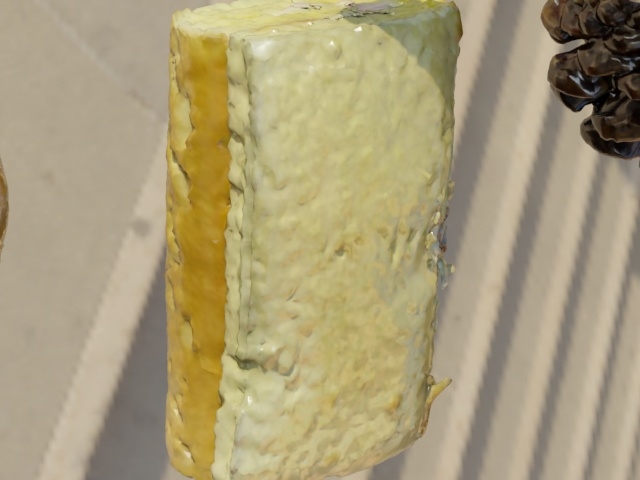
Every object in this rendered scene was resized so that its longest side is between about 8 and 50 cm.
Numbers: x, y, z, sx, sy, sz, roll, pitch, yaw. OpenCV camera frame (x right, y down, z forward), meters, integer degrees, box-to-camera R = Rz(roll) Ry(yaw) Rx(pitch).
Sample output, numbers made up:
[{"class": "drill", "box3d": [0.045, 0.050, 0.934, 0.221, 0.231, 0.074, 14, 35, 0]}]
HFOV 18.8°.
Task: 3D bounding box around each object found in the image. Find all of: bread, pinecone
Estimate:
[{"class": "bread", "box3d": [0.000, 0.000, 1.493, 0.236, 0.165, 0.375, -11, 113, -38]}, {"class": "pinecone", "box3d": [0.306, -0.154, 1.567, 0.309, 0.244, 0.244, 43, 50, -51]}]

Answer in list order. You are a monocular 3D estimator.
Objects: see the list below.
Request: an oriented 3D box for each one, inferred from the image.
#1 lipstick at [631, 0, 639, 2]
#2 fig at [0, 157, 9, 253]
[{"class": "lipstick", "box3d": [0.134, -0.280, 1.306, 0.327, 0.087, 0.087, 32, 57, -33]}, {"class": "fig", "box3d": [-0.285, -0.033, 1.375, 0.257, 0.159, 0.159, -83, 152, -72]}]
